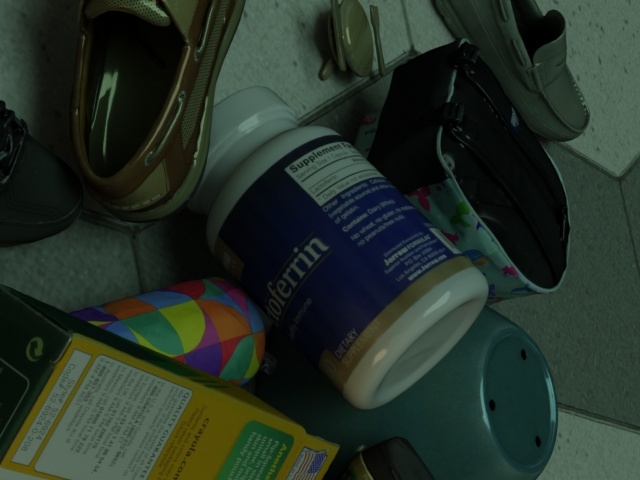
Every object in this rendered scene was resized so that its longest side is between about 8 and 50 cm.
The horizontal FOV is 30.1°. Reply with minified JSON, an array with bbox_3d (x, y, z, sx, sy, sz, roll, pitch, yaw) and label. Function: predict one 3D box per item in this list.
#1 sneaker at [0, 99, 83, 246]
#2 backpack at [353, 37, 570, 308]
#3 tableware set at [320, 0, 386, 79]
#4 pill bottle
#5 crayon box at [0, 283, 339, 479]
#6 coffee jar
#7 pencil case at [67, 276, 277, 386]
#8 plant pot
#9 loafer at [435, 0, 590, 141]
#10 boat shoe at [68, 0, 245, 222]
[{"bbox_3d":[-0.258,-0.071,0.819,0.267,0.106,0.101,30,56,-45],"label":"sneaker"},{"bbox_3d":[0.151,-0.049,1.247,0.253,0.191,0.225,43,41,-26],"label":"backpack"},{"bbox_3d":[0.019,-0.269,1.278,0.128,0.039,0.194,-10,91,-66],"label":"tableware set"},{"bbox_3d":[0.000,0.000,0.999,0.265,0.153,0.153,46,33,19],"label":"pill bottle"},{"bbox_3d":[-0.138,0.178,0.810,0.203,0.083,0.323,-61,144,-4],"label":"crayon box"},{"bbox_3d":[0.016,0.245,0.987,0.096,0.184,0.079,57,7,15],"label":"coffee jar"},{"bbox_3d":[-0.141,0.095,0.919,0.236,0.104,0.104,-10,87,-51],"label":"pencil case"},{"bbox_3d":[0.107,0.161,1.129,0.290,0.195,0.290,20,63,-47],"label":"plant pot"},{"bbox_3d":[0.268,-0.243,1.522,0.319,0.111,0.112,42,49,-36],"label":"loafer"},{"bbox_3d":[-0.128,-0.178,0.926,0.120,0.122,0.324,34,59,-79],"label":"boat shoe"}]
